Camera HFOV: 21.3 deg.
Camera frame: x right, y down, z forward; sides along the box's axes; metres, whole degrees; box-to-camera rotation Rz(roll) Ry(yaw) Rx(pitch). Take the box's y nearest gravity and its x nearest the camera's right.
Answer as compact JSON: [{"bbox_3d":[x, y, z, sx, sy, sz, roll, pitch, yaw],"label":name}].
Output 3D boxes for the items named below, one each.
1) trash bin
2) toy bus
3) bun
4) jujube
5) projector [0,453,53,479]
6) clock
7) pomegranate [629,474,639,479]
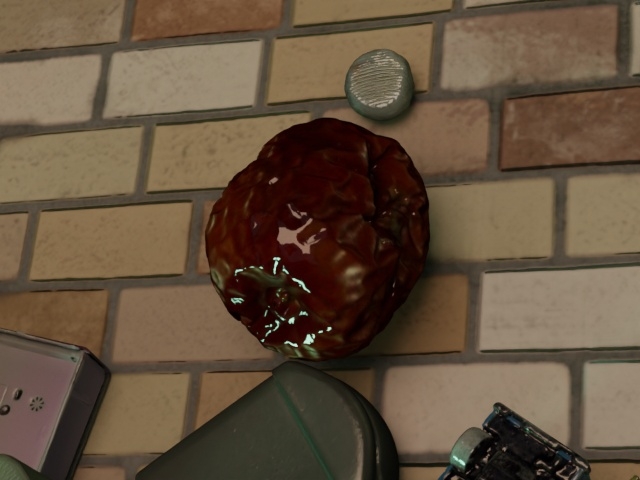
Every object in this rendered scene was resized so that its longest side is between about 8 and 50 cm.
[{"bbox_3d":[-0.042,0.232,1.640,0.236,0.101,0.176,-35,61,4],"label":"trash bin"},{"bbox_3d":[0.138,0.280,1.530,0.116,0.133,0.234,34,75,28],"label":"toy bus"},{"bbox_3d":[0.064,-0.164,1.819,0.083,0.045,0.083,-7,67,16],"label":"bun"},{"bbox_3d":[0.000,0.000,1.671,0.213,0.213,0.232,10,41,24],"label":"jujube"},{"bbox_3d":[-0.324,0.339,1.632,0.250,0.198,0.108,-41,59,-1],"label":"projector"},{"bbox_3d":[-0.318,0.195,1.770,0.145,0.073,0.193,12,71,24],"label":"clock"},{"bbox_3d":[0.242,0.336,1.389,0.222,0.276,0.204,-9,57,-24],"label":"pomegranate"}]
